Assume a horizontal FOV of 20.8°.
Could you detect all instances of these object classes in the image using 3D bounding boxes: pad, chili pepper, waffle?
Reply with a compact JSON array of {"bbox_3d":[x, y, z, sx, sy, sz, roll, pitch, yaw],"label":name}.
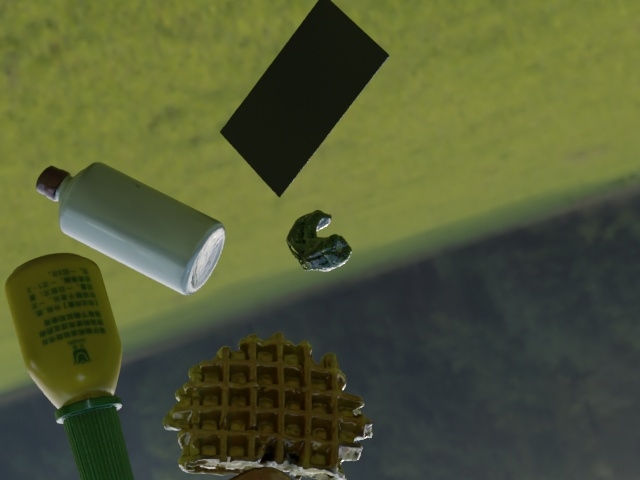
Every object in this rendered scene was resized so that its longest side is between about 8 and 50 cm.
[{"bbox_3d":[-0.024,-0.198,2.385,0.245,0.170,0.006,-52,140,11],"label":"pad"},{"bbox_3d":[-0.005,0.004,2.408,0.073,0.050,0.182,-44,-158,4],"label":"chili pepper"},{"bbox_3d":[-0.072,0.263,2.595,0.309,0.283,0.065,-38,163,-28],"label":"waffle"}]

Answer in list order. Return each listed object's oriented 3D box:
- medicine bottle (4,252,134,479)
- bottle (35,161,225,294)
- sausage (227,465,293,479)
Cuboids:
[{"bbox_3d":[-0.264,0.157,1.923,0.111,0.309,0.076,-12,154,-15],"label":"medicine bottle"},{"bbox_3d":[-0.247,-0.027,2.197,0.245,0.104,0.104,27,-169,14],"label":"bottle"},{"bbox_3d":[-0.134,0.396,2.422,0.274,0.105,0.105,-36,168,35],"label":"sausage"}]
